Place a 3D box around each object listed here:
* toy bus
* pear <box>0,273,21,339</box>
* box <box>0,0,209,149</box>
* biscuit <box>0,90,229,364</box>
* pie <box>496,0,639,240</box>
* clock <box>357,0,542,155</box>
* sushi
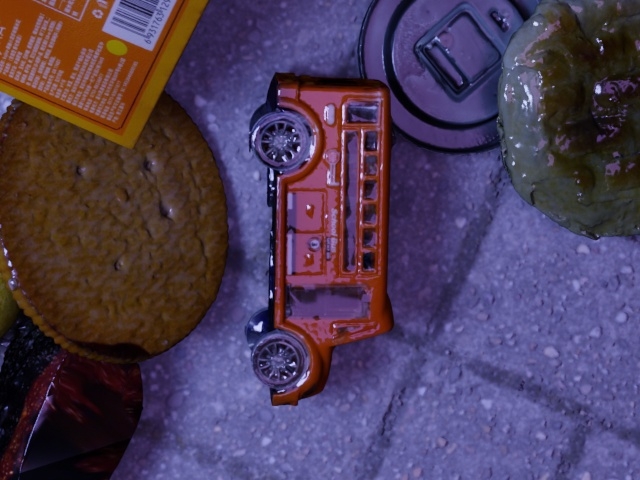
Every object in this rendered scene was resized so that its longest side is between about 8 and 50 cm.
[{"bbox_3d":[0.000,0.000,1.803,0.153,0.143,0.329,1,99,-4],"label":"toy bus"},{"bbox_3d":[-0.376,0.027,1.749,0.197,0.197,0.197,-1,95,-8],"label":"pear"},{"bbox_3d":[-0.193,-0.289,1.646,0.213,0.283,0.260,22,52,-12],"label":"box"},{"bbox_3d":[-0.207,-0.029,1.754,0.305,0.038,0.305,14,70,-43],"label":"biscuit"},{"bbox_3d":[0.313,-0.139,1.857,0.306,0.071,0.306,-3,100,-18],"label":"pie"},{"bbox_3d":[0.143,-0.195,1.869,0.214,0.042,0.215,-1,95,-8],"label":"clock"},{"bbox_3d":[-0.272,0.190,1.795,0.136,0.126,0.225,25,85,-35],"label":"sushi"}]
